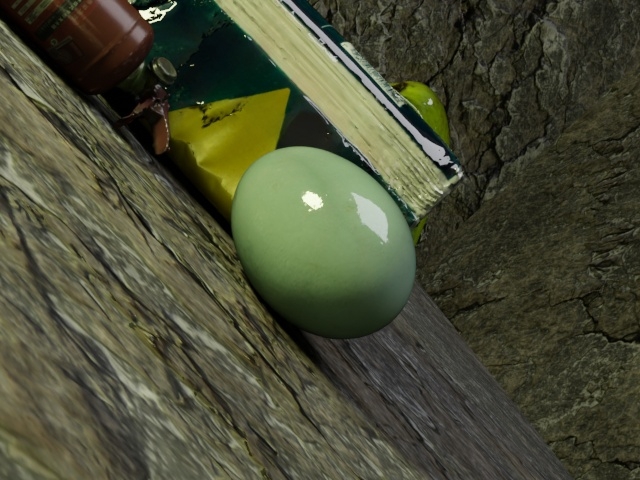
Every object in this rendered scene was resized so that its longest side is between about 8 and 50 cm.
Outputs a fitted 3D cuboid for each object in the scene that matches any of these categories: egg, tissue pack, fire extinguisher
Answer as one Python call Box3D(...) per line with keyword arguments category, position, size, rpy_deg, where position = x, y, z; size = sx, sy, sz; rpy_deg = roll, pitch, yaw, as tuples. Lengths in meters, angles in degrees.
Box3D(category="egg", position=(0.000, 0.000, 1.220), size=(0.231, 0.168, 0.168), rpy_deg=(49, 5, 31))
Box3D(category="tissue pack", position=(-0.050, -0.145, 1.446), size=(0.416, 0.253, 0.264), rpy_deg=(48, 3, 1))
Box3D(category="fire extinguisher", position=(-0.265, -0.228, 1.226), size=(0.337, 0.106, 0.147), rpy_deg=(45, 31, -18))

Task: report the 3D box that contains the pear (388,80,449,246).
Box3D(category="pear", position=(0.042, -0.118, 1.752), size=(0.342, 0.318, 0.238), rpy_deg=(49, 9, -4))
